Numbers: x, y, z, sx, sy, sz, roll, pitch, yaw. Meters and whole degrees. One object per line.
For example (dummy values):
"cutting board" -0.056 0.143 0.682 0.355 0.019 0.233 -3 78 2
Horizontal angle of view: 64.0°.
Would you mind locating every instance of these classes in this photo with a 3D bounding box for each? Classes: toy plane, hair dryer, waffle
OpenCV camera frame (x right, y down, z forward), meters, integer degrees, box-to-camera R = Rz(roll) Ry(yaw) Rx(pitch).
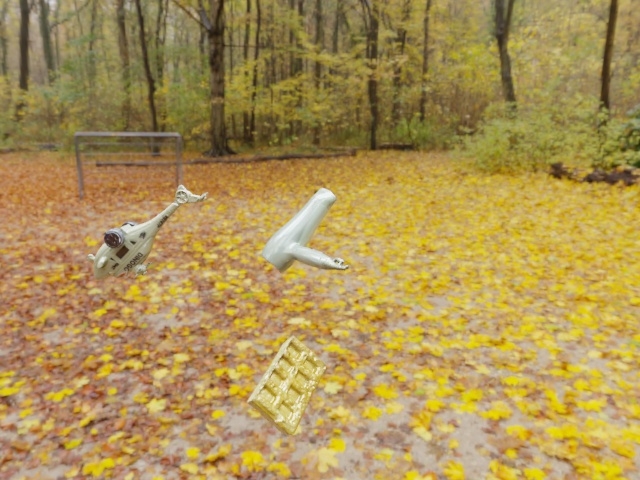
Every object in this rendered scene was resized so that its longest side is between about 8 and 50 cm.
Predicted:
"toy plane" -0.343 -0.011 1.008 0.108 0.286 0.092 45 10 -7
"hair dryer" 0.000 0.000 1.050 0.075 0.206 0.237 44 -7 -37
"waffle" -0.099 0.449 1.596 0.057 0.168 0.274 -35 16 44
